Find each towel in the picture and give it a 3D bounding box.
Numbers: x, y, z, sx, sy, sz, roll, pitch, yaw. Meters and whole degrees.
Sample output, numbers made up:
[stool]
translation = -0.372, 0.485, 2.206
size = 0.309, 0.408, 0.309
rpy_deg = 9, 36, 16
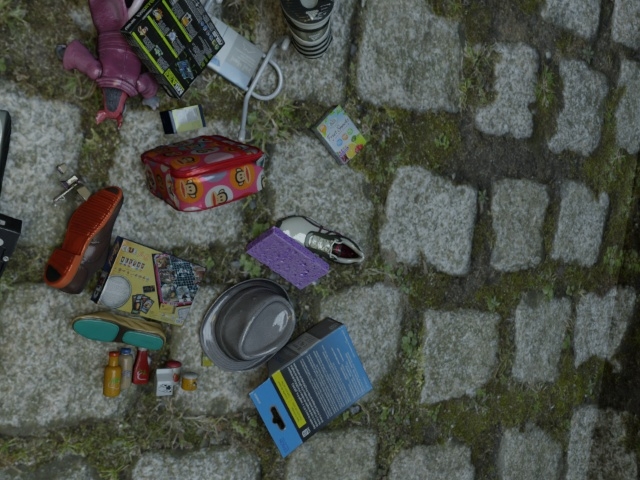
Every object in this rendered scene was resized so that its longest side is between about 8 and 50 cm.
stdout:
[towel]
translation = -0.281, 0.309, 1.714
size = 0.083, 0.009, 0.060
rpy_deg = 5, 94, -30

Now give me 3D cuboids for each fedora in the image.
[fedora]
translation = -0.170, 0.233, 1.694
size = 0.275, 0.124, 0.244
rpy_deg = -37, 112, -24

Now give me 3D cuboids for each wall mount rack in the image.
[wall mount rack]
translation = -0.235, -0.425, 1.564
size = 0.350, 0.130, 0.304
rpy_deg = 29, 82, -29

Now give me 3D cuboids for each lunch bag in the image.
[lunch bag]
translation = -0.258, -0.167, 1.494
size = 0.258, 0.293, 0.120
rpy_deg = -19, 116, -29

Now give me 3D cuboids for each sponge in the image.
[sponge]
translation = -0.088, 0.049, 1.733
size = 0.210, 0.117, 0.031
rpy_deg = 36, 39, -30

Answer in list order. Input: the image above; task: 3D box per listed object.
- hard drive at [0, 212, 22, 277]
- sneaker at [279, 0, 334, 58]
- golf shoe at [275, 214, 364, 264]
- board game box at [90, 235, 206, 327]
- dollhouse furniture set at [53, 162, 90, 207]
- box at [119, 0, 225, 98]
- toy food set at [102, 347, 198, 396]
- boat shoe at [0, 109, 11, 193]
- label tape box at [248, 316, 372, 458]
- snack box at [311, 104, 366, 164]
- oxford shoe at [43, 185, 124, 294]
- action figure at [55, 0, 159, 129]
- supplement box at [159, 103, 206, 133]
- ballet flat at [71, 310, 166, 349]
[hard drive]
translation = -0.777, 0.065, 1.278
size = 0.236, 0.064, 0.339
rpy_deg = 21, 113, -30
[sneaker]
translation = -0.066, -0.664, 1.630
size = 0.168, 0.257, 0.448
rpy_deg = -9, 71, -3
[golf shoe]
translation = 0.000, 0.000, 1.771
size = 0.272, 0.120, 0.105
rpy_deg = 16, 91, -30
[board game box]
translation = -0.415, 0.104, 1.560
size = 0.243, 0.042, 0.165
rpy_deg = 26, 84, -42
[dollhouse furniture set]
translation = -0.573, -0.111, 1.425
size = 0.081, 0.114, 0.091
rpy_deg = -41, 117, -14
[box]
translation = -0.313, -0.439, 1.379
size = 0.184, 0.045, 0.191
rpy_deg = -55, 142, -17
[toy food set]
translation = -0.419, 0.315, 1.575
size = 0.232, 0.111, 0.105
rpy_deg = 3, 96, -28
[boat shoe]
translation = -0.729, -0.124, 1.333
size = 0.103, 0.118, 0.321
rpy_deg = 12, 96, -18
[label tape box]
translation = -0.041, 0.411, 1.813
size = 0.333, 0.105, 0.241
rpy_deg = -32, 112, -22
[snack box]
translation = 0.054, -0.297, 1.804
size = 0.100, 0.037, 0.141
rpy_deg = -49, 117, -16
[oxford shoe]
translation = -0.535, -0.002, 1.491
size = 0.272, 0.096, 0.098
rpy_deg = -60, 148, -13
[action figure]
translation = -0.419, -0.424, 1.391
size = 0.247, 0.275, 0.371
rpy_deg = 8, 80, -37
[supplement box]
translation = -0.335, -0.295, 1.551
size = 0.083, 0.083, 0.056
rpy_deg = -18, 107, -26
[ballet flat]
translation = -0.489, 0.211, 1.548
size = 0.232, 0.073, 0.080
rpy_deg = 22, 119, -32
